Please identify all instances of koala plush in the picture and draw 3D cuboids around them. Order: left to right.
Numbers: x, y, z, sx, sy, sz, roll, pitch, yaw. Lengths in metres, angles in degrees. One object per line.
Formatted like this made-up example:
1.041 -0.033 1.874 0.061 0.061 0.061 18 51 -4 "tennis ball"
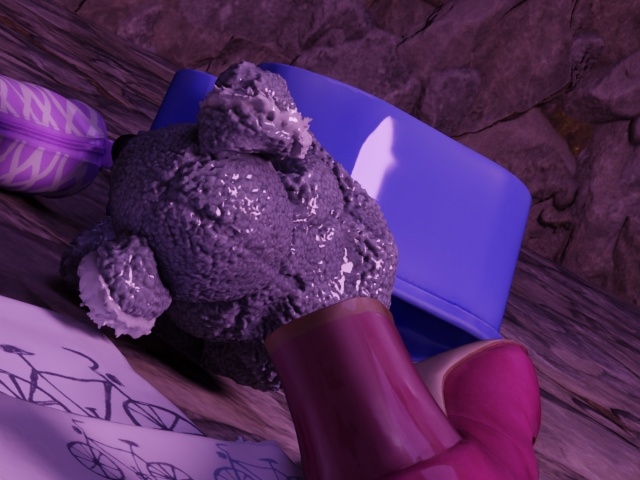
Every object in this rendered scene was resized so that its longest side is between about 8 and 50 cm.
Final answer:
-0.059 -0.010 1.203 0.203 0.196 0.221 42 -2 18 "koala plush"

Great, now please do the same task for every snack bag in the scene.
-0.121 0.091 0.956 0.342 0.037 0.323 38 10 40 "snack bag"

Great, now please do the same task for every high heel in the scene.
0.065 0.145 1.001 0.181 0.127 0.377 69 14 15 "high heel"

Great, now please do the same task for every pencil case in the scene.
-0.236 -0.083 1.410 0.088 0.086 0.206 -3 -8 26 "pencil case"

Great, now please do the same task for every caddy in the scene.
0.000 0.000 1.510 0.341 0.179 0.241 26 -15 -34 "caddy"
